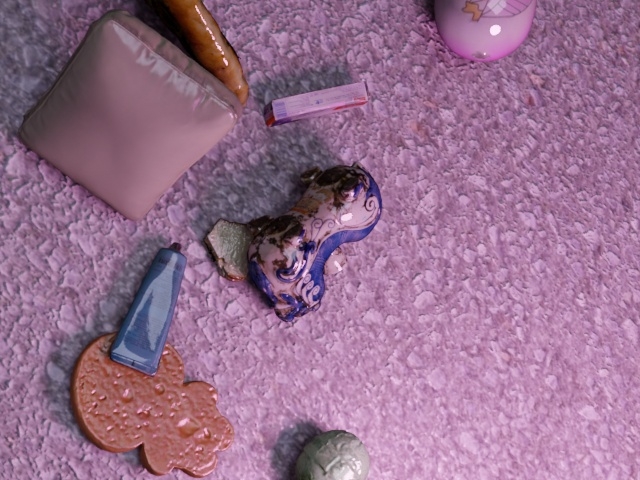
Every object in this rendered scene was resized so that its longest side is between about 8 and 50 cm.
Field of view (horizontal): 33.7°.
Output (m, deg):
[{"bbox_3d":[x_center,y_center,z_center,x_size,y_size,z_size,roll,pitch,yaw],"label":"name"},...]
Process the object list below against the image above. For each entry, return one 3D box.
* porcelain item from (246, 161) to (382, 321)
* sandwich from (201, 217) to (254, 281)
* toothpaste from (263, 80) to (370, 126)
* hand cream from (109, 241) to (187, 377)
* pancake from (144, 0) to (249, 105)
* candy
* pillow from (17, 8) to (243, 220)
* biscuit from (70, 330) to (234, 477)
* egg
[{"bbox_3d":[0.000,0.000,1.813,0.288,0.138,0.186,-44,129,-28],"label":"porcelain item"},{"bbox_3d":[-0.155,0.017,1.799,0.093,0.036,0.105,6,82,-24],"label":"sandwich"},{"bbox_3d":[-0.005,-0.246,1.892,0.196,0.047,0.040,-16,87,-25],"label":"toothpaste"},{"bbox_3d":[-0.268,0.105,1.719,0.083,0.048,0.224,26,67,-17],"label":"hand cream"},{"bbox_3d":[-0.220,-0.336,1.641,0.067,0.427,0.305,-40,85,-6],"label":"pancake"},{"bbox_3d":[-0.091,0.485,1.750,0.440,0.119,0.119,-42,101,-13],"label":"candy"},{"bbox_3d":[-0.299,-0.183,1.620,0.255,0.322,0.120,36,40,-16],"label":"pillow"},{"bbox_3d":[-0.272,0.268,1.711,0.289,0.044,0.202,37,64,-17],"label":"biscuit"},{"bbox_3d":[0.314,-0.468,1.979,0.196,0.196,0.271,21,82,-20],"label":"egg"}]
